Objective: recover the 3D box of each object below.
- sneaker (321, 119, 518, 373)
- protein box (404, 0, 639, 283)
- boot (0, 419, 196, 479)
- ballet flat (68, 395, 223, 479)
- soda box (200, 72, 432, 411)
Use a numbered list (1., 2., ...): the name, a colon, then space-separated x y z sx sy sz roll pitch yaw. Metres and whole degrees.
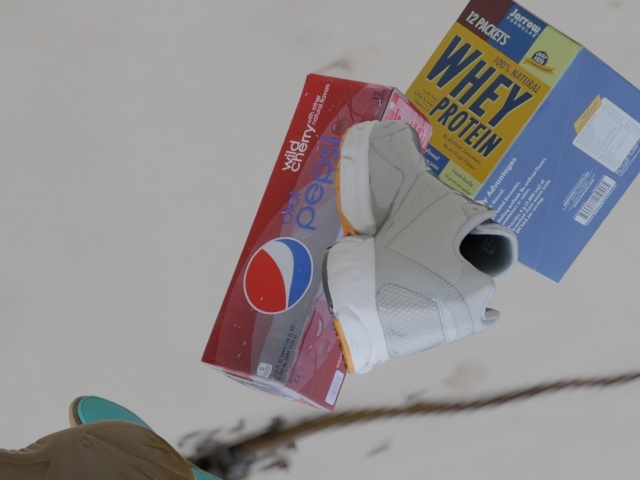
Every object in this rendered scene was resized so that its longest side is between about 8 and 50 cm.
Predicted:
1. sneaker: 0.074 -0.003 1.147 0.121 0.262 0.099 -8 123 9
2. protein box: 0.189 -0.097 1.590 0.201 0.136 0.200 25 103 -50
3. boot: -0.206 0.207 0.947 0.262 0.095 0.203 -7 135 -55
4. ballet flat: -0.165 0.240 1.677 0.232 0.080 0.073 36 127 -13
5. soda box: 0.000 0.000 1.397 0.092 0.263 0.083 13 167 35
